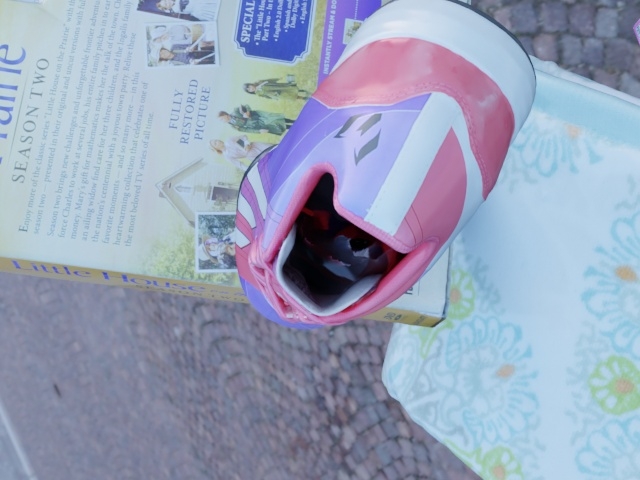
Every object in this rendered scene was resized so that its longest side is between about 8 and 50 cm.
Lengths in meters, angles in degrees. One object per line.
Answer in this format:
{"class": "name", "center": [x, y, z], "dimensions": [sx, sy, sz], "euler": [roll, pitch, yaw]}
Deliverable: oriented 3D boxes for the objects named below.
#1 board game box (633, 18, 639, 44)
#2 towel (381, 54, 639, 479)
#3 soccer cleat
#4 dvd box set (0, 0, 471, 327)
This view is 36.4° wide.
{"class": "board game box", "center": [0.626, -0.328, 1.490], "dimensions": [0.303, 0.097, 0.224], "euler": [121, 138, -62]}
{"class": "towel", "center": [0.201, 0.060, 0.707], "dimensions": [0.374, 0.090, 0.320], "euler": [38, 118, 46]}
{"class": "soccer cleat", "center": [0.000, 0.000, 0.514], "dimensions": [0.109, 0.116, 0.318], "euler": [32, 153, -5]}
{"class": "dvd box set", "center": [-0.101, -0.109, 0.747], "dimensions": [0.062, 0.420, 0.307], "euler": [112, 165, -72]}
